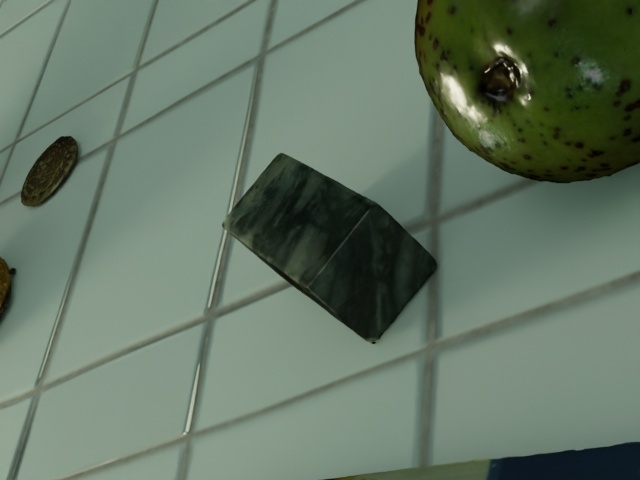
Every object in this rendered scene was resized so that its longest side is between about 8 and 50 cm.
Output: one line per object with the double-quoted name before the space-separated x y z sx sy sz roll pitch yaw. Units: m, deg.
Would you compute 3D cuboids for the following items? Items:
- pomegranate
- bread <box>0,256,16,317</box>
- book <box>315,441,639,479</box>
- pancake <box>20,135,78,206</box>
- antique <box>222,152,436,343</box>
"pomegranate" 0.186 -0.155 0.841 0.214 0.214 0.248 -16 13 38
"bread" -0.471 0.079 1.396 0.199 0.104 0.199 -27 41 26
"book" 0.024 0.237 0.660 0.428 0.039 0.300 -17 23 38
"pancake" -0.356 -0.091 1.515 0.115 0.011 0.115 -29 39 26
"antique" 0.000 0.000 0.963 0.086 0.088 0.183 -50 34 -5
